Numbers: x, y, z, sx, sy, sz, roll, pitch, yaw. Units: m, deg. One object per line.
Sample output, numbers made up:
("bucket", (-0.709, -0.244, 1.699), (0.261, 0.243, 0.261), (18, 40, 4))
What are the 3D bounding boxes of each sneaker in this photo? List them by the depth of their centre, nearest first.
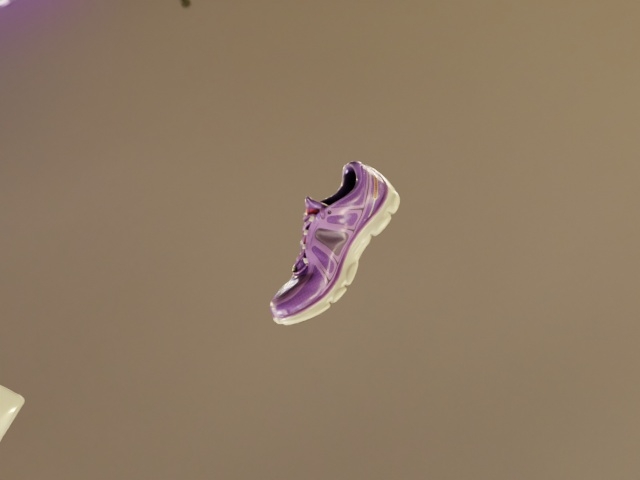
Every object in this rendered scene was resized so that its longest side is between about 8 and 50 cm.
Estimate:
("sneaker", (0.000, 0.000, 0.692), (0.170, 0.071, 0.068), (-57, -154, -17))

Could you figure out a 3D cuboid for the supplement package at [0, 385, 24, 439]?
("supplement package", (-0.326, 0.148, 0.593), (0.179, 0.105, 0.105), (-20, -140, 53))
